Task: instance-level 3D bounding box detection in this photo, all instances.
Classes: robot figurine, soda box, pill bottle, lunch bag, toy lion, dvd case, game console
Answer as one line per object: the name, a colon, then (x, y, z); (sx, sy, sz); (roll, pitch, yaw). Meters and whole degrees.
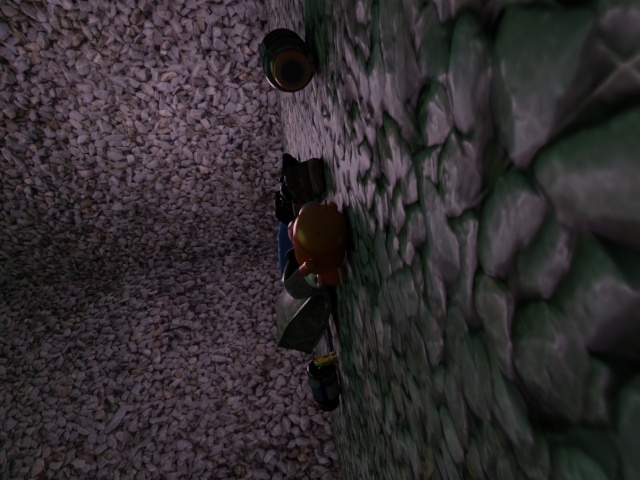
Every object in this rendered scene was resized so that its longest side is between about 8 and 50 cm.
robot figurine: (0.000, 0.002, 0.994); (0.128, 0.158, 0.219); (54, 163, 23)
soda box: (-0.087, -0.189, 1.685); (0.058, 0.061, 0.181); (-116, 18, -72)
pill bottle: (0.018, 0.623, 1.818); (0.123, 0.123, 0.219); (-111, 9, -63)
pill bottle: (-0.085, -0.455, 1.075); (0.245, 0.131, 0.130); (-108, 11, -55)
lunch bag: (-0.045, 0.222, 1.539); (0.235, 0.169, 0.287); (-102, 35, -56)
toy lion: (0.021, 0.491, 1.739); (0.100, 0.096, 0.034); (180, 81, -85)
dvd case: (0.037, 0.451, 1.919); (0.164, 0.018, 0.221); (125, 136, -80)
game console: (-0.136, -0.235, 1.995); (0.213, 0.044, 0.361); (32, -126, -55)

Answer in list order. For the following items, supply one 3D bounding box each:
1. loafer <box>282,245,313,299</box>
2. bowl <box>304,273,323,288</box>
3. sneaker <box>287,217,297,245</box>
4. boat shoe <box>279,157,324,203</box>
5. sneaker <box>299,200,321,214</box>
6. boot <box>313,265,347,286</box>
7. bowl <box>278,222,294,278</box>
loafer: (-0.063, 0.055, 1.465); (0.111, 0.112, 0.319); (47, -148, -31)
bowl: (-0.008, 0.062, 1.238); (0.142, 0.053, 0.141); (-21, -71, -64)
sneaker: (-0.047, 0.043, 1.769); (0.136, 0.116, 0.313); (-122, 15, -50)
boat shoe: (-0.070, -0.185, 1.363); (0.355, 0.130, 0.132); (128, 133, -82)
sneaker: (-0.032, -0.048, 1.342); (0.268, 0.101, 0.153); (83, 172, -47)
boot: (0.021, 0.095, 1.167); (0.158, 0.085, 0.059); (-172, 70, -86)
bowl: (-0.139, 0.047, 2.248); (0.391, 0.077, 0.391); (-2, -90, -81)
